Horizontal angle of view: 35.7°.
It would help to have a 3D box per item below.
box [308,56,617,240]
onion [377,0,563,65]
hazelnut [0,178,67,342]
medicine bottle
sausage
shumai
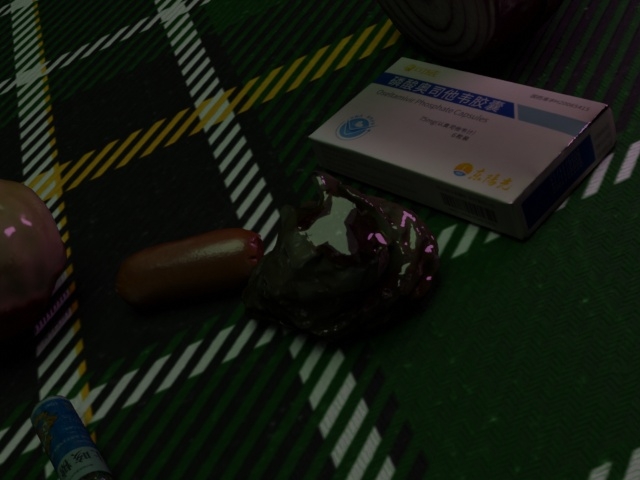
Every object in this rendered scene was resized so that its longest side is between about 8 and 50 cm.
[{"bbox_3d":[0.171,-0.129,1.261,0.200,0.065,0.343,-42,42,-23],"label":"box"},{"bbox_3d":[0.230,-0.412,1.412,0.260,0.282,0.337,-33,26,-17],"label":"onion"},{"bbox_3d":[-0.465,0.028,1.265,0.261,0.261,0.241,-26,13,-4],"label":"hazelnut"},{"bbox_3d":[-0.259,0.236,1.062,0.051,0.051,0.191,-35,40,-14],"label":"medicine bottle"},{"bbox_3d":[-0.163,0.035,1.233,0.197,0.076,0.076,-13,39,15],"label":"sausage"},{"bbox_3d":[0.003,-0.002,1.099,0.218,0.185,0.184,9,48,34],"label":"shumai"}]
